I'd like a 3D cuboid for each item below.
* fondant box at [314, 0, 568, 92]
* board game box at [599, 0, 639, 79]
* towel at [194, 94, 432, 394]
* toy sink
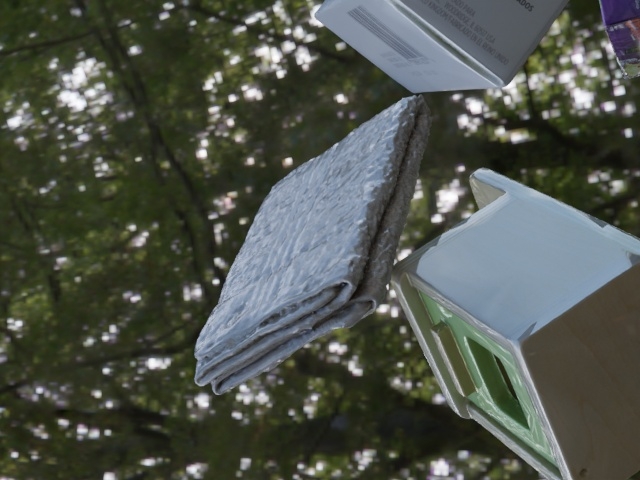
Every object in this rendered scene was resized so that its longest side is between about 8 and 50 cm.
[{"bbox_3d":[0.138,-0.245,0.711,0.096,0.238,0.330,37,-89,-9],"label":"fondant box"},{"bbox_3d":[0.263,-0.343,1.147,0.208,0.056,0.347,11,-112,-67],"label":"board game box"},{"bbox_3d":[0.000,0.000,0.997,0.049,0.187,0.282,46,-144,-19],"label":"towel"},{"bbox_3d":[0.151,0.063,0.908,0.131,0.234,0.153,-32,-62,-12],"label":"toy sink"}]
